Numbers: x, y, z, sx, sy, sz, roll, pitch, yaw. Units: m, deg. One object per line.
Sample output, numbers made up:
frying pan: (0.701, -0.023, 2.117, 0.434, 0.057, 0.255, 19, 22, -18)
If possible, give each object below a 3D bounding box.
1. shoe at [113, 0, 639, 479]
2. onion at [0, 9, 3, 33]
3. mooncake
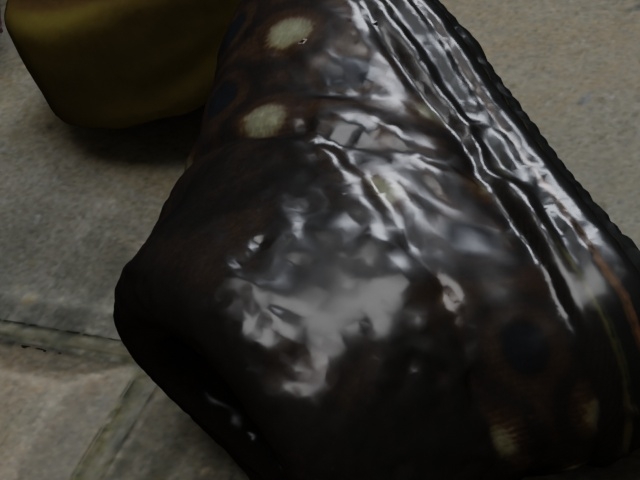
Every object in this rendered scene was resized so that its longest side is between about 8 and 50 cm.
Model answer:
shoe: (0.000, 0.000, 0.958, 0.237, 0.171, 0.384, -21, 49, -13)
onion: (-0.314, -0.236, 1.276, 0.200, 0.207, 0.200, 5, 43, -5)
mooncake: (-0.080, -0.169, 1.190, 0.235, 0.117, 0.235, -20, 31, 13)
